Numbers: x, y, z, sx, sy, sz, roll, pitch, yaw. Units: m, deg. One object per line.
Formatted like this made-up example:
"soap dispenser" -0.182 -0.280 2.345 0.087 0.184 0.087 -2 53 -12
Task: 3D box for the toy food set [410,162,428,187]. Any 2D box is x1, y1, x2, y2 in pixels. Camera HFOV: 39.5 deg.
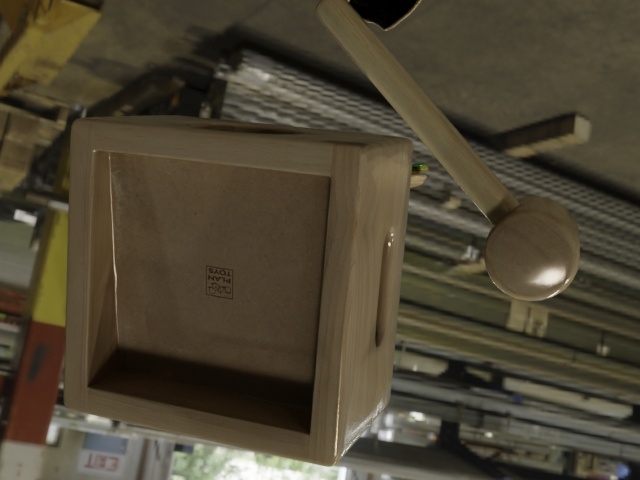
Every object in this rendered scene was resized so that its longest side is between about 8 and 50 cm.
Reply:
"toy food set" 0.069 -0.062 0.912 0.083 0.020 0.083 -7 177 -24

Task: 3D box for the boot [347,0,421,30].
"boot" 0.094 -0.235 0.567 0.112 0.115 0.305 17 160 -17

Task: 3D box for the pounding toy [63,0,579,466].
"pounding toy" 0.006 -0.008 0.380 0.206 0.181 0.094 8 -169 18
